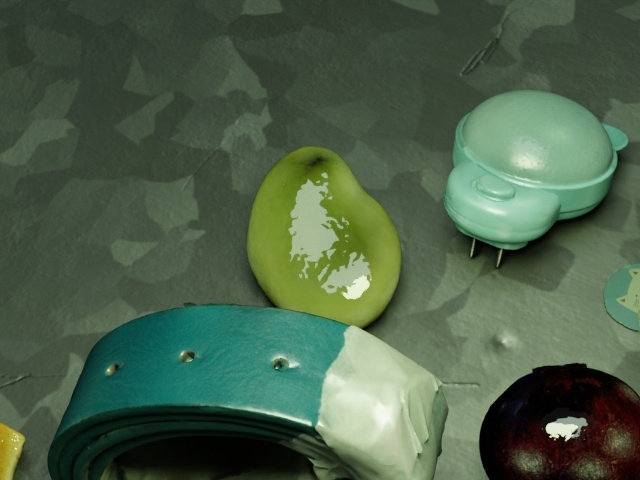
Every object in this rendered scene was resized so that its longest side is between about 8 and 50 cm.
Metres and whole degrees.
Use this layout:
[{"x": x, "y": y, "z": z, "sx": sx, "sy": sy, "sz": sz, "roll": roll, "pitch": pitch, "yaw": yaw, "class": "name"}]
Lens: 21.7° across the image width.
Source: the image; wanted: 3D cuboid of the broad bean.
[{"x": 0.000, "y": 0.000, "z": 2.103, "sx": 0.189, "sy": 0.121, "sz": 0.263, "roll": -19, "pitch": 51, "yaw": -3, "class": "broad bean"}]

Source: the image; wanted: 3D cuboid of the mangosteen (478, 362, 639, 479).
[{"x": 0.269, "y": 0.249, "z": 1.819, "sx": 0.194, "sy": 0.194, "sz": 0.230, "roll": 0, "pitch": 74, "yaw": 8, "class": "mangosteen"}]

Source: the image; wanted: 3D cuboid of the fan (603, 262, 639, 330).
[{"x": 0.435, "y": 0.076, "z": 2.048, "sx": 0.175, "sy": 0.005, "sz": 0.113, "roll": 14, "pitch": 53, "yaw": 19, "class": "fan"}]

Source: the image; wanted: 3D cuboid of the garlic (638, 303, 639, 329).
[{"x": 0.531, "y": 0.118, "z": 1.868, "sx": 0.313, "sy": 0.249, "sz": 0.286, "roll": 22, "pitch": 70, "yaw": 49, "class": "garlic"}]

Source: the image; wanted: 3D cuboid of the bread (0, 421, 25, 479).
[{"x": -0.390, "y": 0.272, "z": 1.951, "sx": 0.074, "sy": 0.053, "sz": 0.132, "roll": 27, "pitch": 46, "yaw": -25, "class": "bread"}]

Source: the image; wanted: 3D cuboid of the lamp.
[{"x": 0.261, "y": -0.095, "z": 2.128, "sx": 0.209, "sy": 0.147, "sz": 0.284, "roll": 22, "pitch": 56, "yaw": 22, "class": "lamp"}]

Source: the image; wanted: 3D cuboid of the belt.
[{"x": -0.081, "y": 0.215, "z": 1.795, "sx": 0.436, "sy": 0.300, "sz": 0.173, "roll": -7, "pitch": 46, "yaw": 22, "class": "belt"}]
